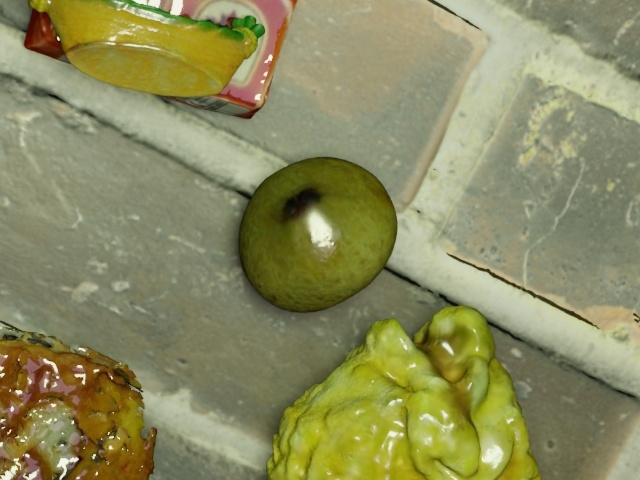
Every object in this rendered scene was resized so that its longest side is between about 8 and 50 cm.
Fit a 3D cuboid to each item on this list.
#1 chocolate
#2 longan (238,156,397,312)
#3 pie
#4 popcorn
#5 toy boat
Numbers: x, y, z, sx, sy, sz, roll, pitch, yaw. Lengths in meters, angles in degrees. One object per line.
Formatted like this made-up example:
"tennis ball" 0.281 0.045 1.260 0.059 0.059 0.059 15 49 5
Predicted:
"chocolate" -0.129 -0.251 1.578 0.237 0.108 0.235 18 94 -15
"longan" 0.000 0.000 1.647 0.154 0.145 0.176 -9 145 9
"pie" -0.303 0.214 1.626 0.308 0.085 0.308 -2 97 -18
"popcorn" 0.079 0.205 1.655 0.250 0.235 0.242 -24 81 -29
"toy boat" -0.160 -0.186 1.492 0.229 0.089 0.088 12 59 -18
